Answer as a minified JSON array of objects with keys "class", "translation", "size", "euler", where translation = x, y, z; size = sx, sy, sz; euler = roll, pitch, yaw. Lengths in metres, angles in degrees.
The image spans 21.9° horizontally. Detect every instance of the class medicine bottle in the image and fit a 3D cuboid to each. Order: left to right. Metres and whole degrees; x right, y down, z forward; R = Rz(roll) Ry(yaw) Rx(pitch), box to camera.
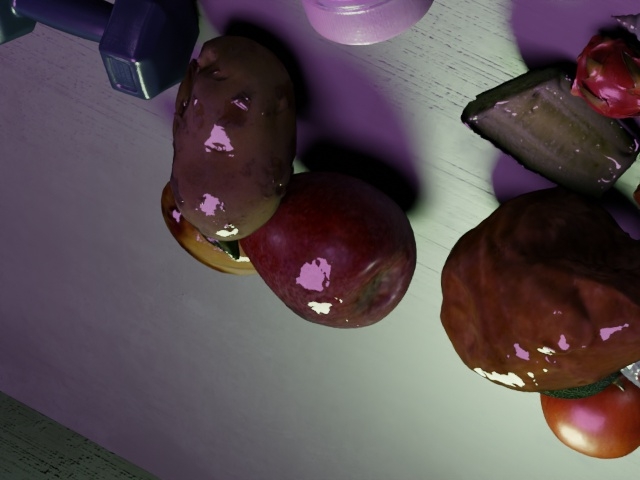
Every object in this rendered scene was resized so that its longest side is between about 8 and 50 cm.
[{"class":"medicine bottle","translation":[0.025,-0.338,1.689],"size":[0.152,0.152,0.254],"euler":[16,148,29]}]

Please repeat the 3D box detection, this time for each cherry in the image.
[{"class":"cherry","translation":[0.009,-0.002,2.215],"size":[0.239,0.206,0.239],"euler":[43,-168,-11]}]

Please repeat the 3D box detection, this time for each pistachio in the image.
[{"class":"pistachio","translation":[-0.133,-0.033,2.383],"size":[0.210,0.130,0.165],"euler":[25,112,-19]}]

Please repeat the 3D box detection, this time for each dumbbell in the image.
[{"class":"dumbbell","translation":[-0.317,-0.295,2.133],"size":[0.316,0.156,0.143],"euler":[21,121,21]}]

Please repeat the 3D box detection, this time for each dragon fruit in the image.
[{"class":"dragon fruit","translation":[0.319,-0.166,1.736],"size":[0.116,0.081,0.086],"euler":[38,176,16]}]

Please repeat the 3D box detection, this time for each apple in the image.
[{"class":"apple","translation":[0.374,0.211,2.214],"size":[0.163,0.163,0.139],"euler":[20,138,23]}]

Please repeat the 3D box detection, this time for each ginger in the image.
[{"class":"ginger","translation":[0.264,0.077,1.863],"size":[0.269,0.200,0.223],"euler":[41,127,26]}]

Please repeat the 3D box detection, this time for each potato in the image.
[{"class":"potato","translation":[-0.110,-0.129,2.102],"size":[0.165,0.165,0.262],"euler":[13,106,33]}]

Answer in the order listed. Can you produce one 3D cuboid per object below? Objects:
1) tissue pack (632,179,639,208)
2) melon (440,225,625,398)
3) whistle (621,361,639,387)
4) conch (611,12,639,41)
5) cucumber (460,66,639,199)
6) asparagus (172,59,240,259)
[{"class":"tissue pack","translation":[0.477,-0.034,1.781],"size":[0.183,0.092,0.226],"euler":[45,149,-20]},{"class":"melon","translation":[0.281,0.095,2.094],"size":[0.288,0.182,0.182],"euler":[40,152,-8]},{"class":"whistle","translation":[0.477,0.133,1.983],"size":[0.348,0.189,0.189],"euler":[28,154,-15]},{"class":"conch","translation":[0.373,-0.188,1.662],"size":[0.180,0.065,0.088],"euler":[24,151,-2]},{"class":"cucumber","translation":[0.264,-0.132,1.856],"size":[0.193,0.115,0.086],"euler":[34,-164,-12]},{"class":"asparagus","translation":[-0.160,-0.106,2.255],"size":[0.080,0.080,0.287],"euler":[10,115,36]}]
